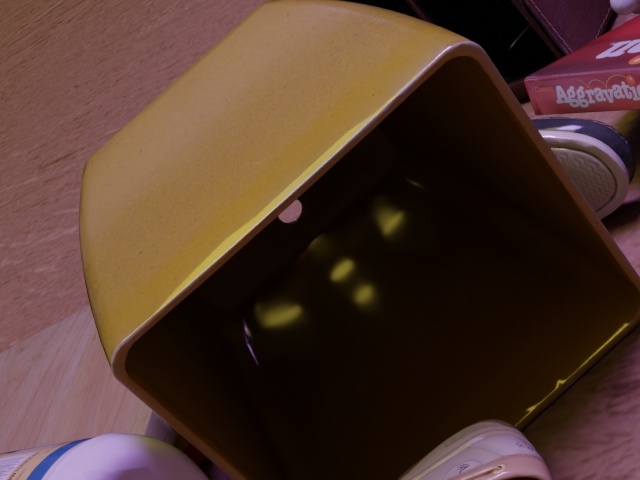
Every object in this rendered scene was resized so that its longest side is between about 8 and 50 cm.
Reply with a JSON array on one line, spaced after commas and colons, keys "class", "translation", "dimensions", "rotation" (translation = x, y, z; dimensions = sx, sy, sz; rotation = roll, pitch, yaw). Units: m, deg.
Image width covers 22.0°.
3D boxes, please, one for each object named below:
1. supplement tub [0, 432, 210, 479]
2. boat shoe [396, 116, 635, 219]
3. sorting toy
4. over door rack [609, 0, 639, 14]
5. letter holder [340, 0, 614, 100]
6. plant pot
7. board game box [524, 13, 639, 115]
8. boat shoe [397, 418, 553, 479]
[{"class": "supplement tub", "translation": [-0.150, 0.171, 0.767], "dimensions": [0.199, 0.144, 0.144], "rotation": [-12, 37, 31]}, {"class": "boat shoe", "translation": [0.094, -0.046, 0.975], "dimensions": [0.233, 0.084, 0.079], "rotation": [-9, 39, 53]}, {"class": "sorting toy", "translation": [-0.165, 0.161, 1.006], "dimensions": [0.255, 0.089, 0.257], "rotation": [-27, 28, 28]}, {"class": "over door rack", "translation": [0.209, -0.320, 0.973], "dimensions": [0.239, 0.324, 0.108], "rotation": [-23, 6, 34]}, {"class": "letter holder", "translation": [0.113, -0.266, 1.142], "dimensions": [0.152, 0.214, 0.302], "rotation": [-15, 36, 45]}, {"class": "plant pot", "translation": [0.000, 0.000, 0.838], "dimensions": [0.212, 0.212, 0.187], "rotation": [-42, 39, -1]}, {"class": "board game box", "translation": [0.250, -0.109, 0.862], "dimensions": [0.145, 0.027, 0.281], "rotation": [-31, 18, -29]}, {"class": "boat shoe", "translation": [0.038, 0.151, 0.764], "dimensions": [0.170, 0.063, 0.059], "rotation": [-42, 19, -3]}]
